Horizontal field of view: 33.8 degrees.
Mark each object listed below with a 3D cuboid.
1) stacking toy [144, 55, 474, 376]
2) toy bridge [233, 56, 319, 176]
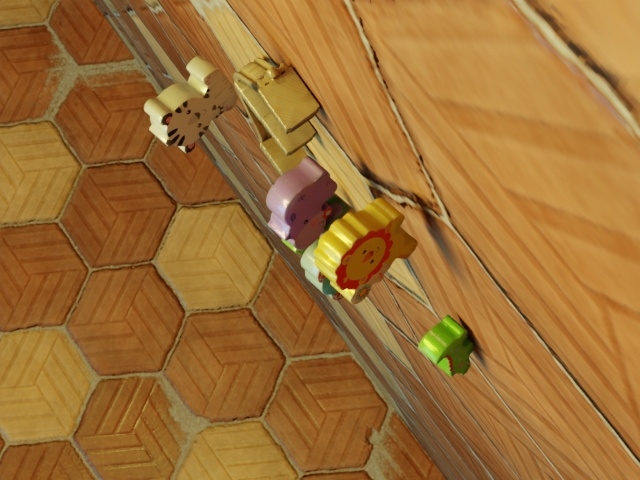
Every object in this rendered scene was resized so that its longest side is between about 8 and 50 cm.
[{"bbox_3d":[0.000,0.000,0.627,0.167,0.052,0.221,41,174,31],"label":"stacking toy"},{"bbox_3d":[-0.031,-0.086,0.680,0.063,0.026,0.188,54,174,3],"label":"toy bridge"}]
